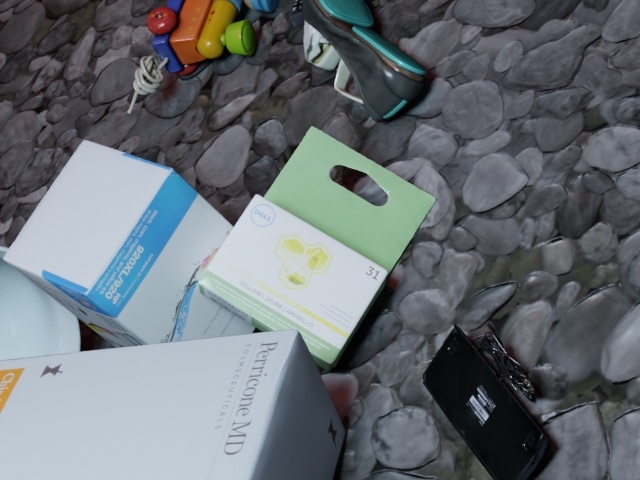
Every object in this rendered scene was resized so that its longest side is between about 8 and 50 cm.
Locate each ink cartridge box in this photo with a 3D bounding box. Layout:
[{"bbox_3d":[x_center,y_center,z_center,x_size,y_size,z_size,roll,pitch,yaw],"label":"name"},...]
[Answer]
[{"bbox_3d":[-0.192,0.032,1.816,0.171,0.232,0.168,18,70,45],"label":"ink cartridge box"},{"bbox_3d":[0.000,0.000,1.759,0.171,0.056,0.235,31,75,7],"label":"ink cartridge box"}]

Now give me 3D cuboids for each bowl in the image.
[{"bbox_3d":[-0.441,0.119,1.890,0.298,0.298,0.134,-47,39,-5],"label":"bowl"}]

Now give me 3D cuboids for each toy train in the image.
[{"bbox_3d":[-0.151,-0.261,2.144,0.143,0.105,0.248,3,57,24],"label":"toy train"}]

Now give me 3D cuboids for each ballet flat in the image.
[{"bbox_3d":[0.030,-0.237,1.977,0.096,0.095,0.280,-57,38,21],"label":"ballet flat"}]

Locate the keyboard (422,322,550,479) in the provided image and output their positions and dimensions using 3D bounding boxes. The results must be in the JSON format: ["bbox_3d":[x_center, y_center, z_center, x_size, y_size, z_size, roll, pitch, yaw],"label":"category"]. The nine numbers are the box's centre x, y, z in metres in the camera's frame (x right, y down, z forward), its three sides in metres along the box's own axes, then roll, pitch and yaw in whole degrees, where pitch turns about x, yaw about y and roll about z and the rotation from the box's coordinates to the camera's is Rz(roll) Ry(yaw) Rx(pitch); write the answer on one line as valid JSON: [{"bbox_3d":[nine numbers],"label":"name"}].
[{"bbox_3d":[0.174,0.157,1.585,0.100,0.038,0.192,-58,38,19],"label":"keyboard"}]

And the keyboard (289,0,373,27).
[{"bbox_3d":[0.040,-0.324,2.095,0.180,0.023,0.108,-16,48,28],"label":"keyboard"}]

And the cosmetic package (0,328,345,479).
[{"bbox_3d":[-0.226,0.240,1.636,0.453,0.161,0.230,-8,37,21],"label":"cosmetic package"}]
